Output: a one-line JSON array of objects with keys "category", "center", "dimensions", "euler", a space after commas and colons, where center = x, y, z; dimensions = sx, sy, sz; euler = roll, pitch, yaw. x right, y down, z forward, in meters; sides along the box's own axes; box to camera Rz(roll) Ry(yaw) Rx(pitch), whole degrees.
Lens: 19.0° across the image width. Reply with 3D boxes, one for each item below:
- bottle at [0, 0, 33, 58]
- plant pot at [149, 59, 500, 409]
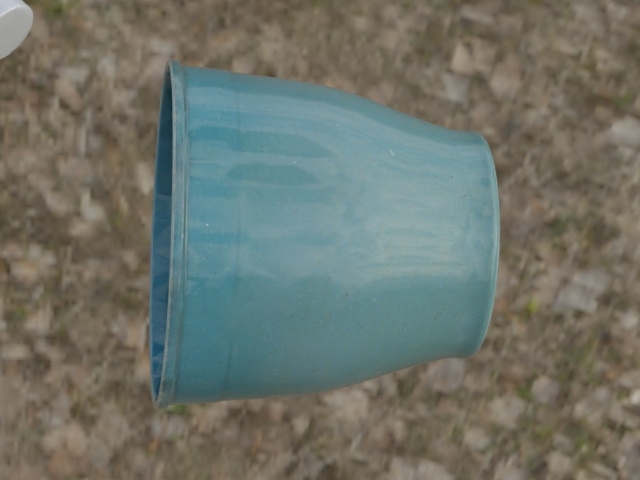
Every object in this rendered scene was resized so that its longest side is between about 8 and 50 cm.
[{"category": "bottle", "center": [-0.383, -0.279, 1.782], "dimensions": [0.092, 0.118, 0.283], "euler": [-43, 71, -11]}, {"category": "plant pot", "center": [0.000, 0.000, 1.504], "dimensions": [0.255, 0.271, 0.271], "euler": [2, 50, -9]}]
